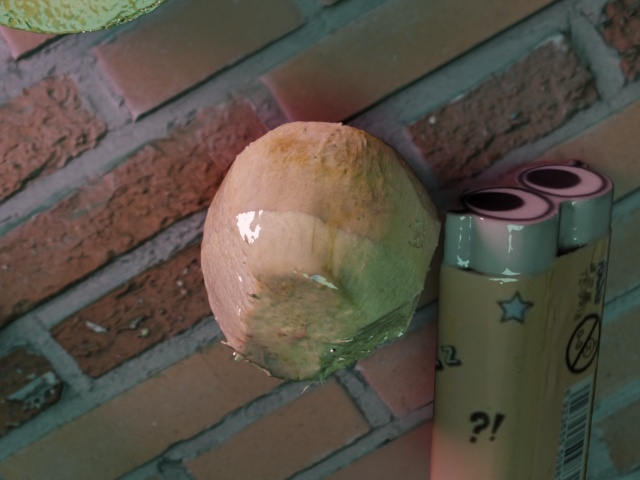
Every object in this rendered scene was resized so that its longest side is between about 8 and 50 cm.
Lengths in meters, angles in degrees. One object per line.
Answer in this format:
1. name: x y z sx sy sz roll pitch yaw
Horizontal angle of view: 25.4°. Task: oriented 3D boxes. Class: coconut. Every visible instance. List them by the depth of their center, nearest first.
1. coconut: 0.001 -0.002 1.072 0.194 0.194 0.194 -3 114 -6

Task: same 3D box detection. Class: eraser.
1. eraser: 0.166 0.094 1.151 0.171 0.087 0.290 -23 123 -41

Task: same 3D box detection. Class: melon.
1. melon: -0.162 -0.215 1.015 0.209 0.064 0.118 -10 116 0
